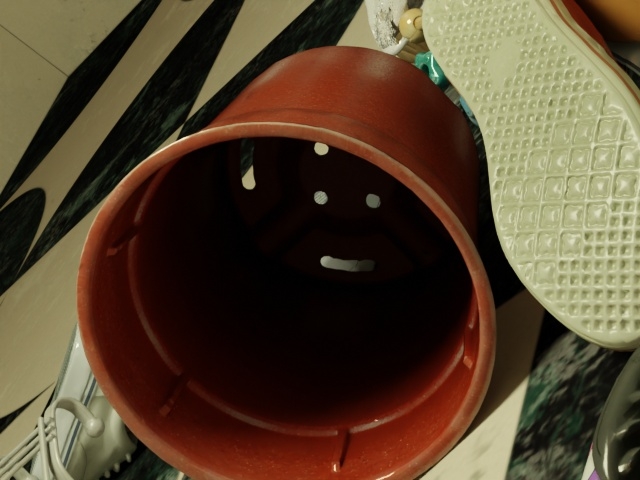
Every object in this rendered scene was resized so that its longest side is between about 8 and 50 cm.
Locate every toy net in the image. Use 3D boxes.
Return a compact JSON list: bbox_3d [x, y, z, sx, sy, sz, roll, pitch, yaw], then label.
[{"bbox_3d":[0.094,-0.143,1.526,0.232,0.045,0.122,58,142,43],"label":"toy net"}]

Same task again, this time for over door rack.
[{"bbox_3d":[-0.268,0.328,1.617,0.239,0.108,0.324,-42,33,33],"label":"over door rack"}]

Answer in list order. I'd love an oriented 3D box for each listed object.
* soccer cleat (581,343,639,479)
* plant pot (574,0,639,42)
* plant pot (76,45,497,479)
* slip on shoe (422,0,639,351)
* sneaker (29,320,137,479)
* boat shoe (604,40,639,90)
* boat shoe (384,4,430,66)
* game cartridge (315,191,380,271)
[{"bbox_3d":[0.129,0.165,0.826,0.116,0.108,0.318,-39,23,51],"label":"soccer cleat"},{"bbox_3d":[0.236,-0.299,1.224,0.291,0.203,0.291,-34,23,17],"label":"plant pot"},{"bbox_3d":[0.000,0.000,1.299,0.272,0.272,0.265,-45,9,25],"label":"plant pot"},{"bbox_3d":[0.159,-0.061,1.159,0.123,0.101,0.331,-46,39,23],"label":"slip on shoe"},{"bbox_3d":[-0.221,0.195,1.775,0.094,0.091,0.258,-90,19,-57],"label":"sneaker"},{"bbox_3d":[0.185,-0.105,1.308,0.083,0.065,0.183,-53,16,4],"label":"boat shoe"},{"bbox_3d":[0.141,-0.215,1.608,0.092,0.103,0.285,-63,12,-16],"label":"boat shoe"},{"bbox_3d":[-0.041,0.044,1.651,0.297,0.062,0.198,-38,26,41],"label":"game cartridge"}]
